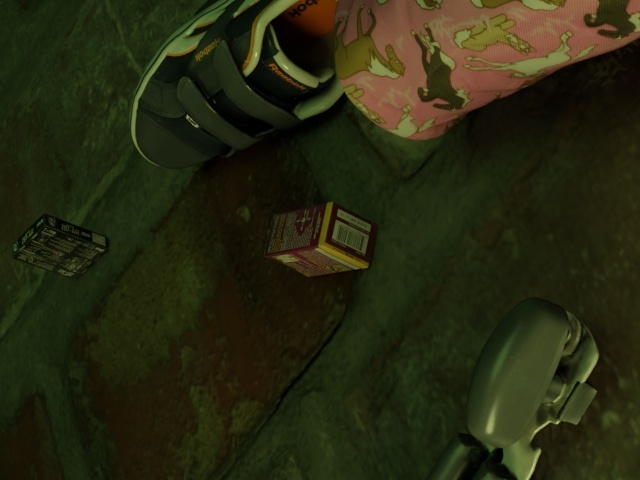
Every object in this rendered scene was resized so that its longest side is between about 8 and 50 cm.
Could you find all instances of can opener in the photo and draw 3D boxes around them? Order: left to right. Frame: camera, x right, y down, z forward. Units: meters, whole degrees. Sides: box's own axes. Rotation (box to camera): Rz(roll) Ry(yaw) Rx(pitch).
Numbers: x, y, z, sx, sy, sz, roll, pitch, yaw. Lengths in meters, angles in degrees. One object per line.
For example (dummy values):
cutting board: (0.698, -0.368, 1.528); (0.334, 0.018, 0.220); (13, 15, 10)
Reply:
can opener: (0.094, 0.164, 1.028); (0.283, 0.095, 0.076); (-59, 35, 9)

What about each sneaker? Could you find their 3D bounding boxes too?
sneaker: (-0.067, -0.160, 1.390); (0.321, 0.126, 0.127); (-43, 36, 27)

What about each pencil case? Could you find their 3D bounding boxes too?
pencil case: (0.176, -0.195, 1.063); (0.386, 0.167, 0.160); (-21, 55, 45)

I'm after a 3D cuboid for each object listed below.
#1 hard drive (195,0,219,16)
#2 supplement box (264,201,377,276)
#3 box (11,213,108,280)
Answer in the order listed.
hard drive: (-0.080, -0.242, 1.542); (0.135, 0.022, 0.094); (-37, 45, 35)
supplement box: (0.000, 0.000, 1.276); (0.083, 0.055, 0.043); (-10, 62, 49)
box: (-0.285, 0.008, 1.611); (0.067, 0.083, 0.018); (-40, 44, 33)
